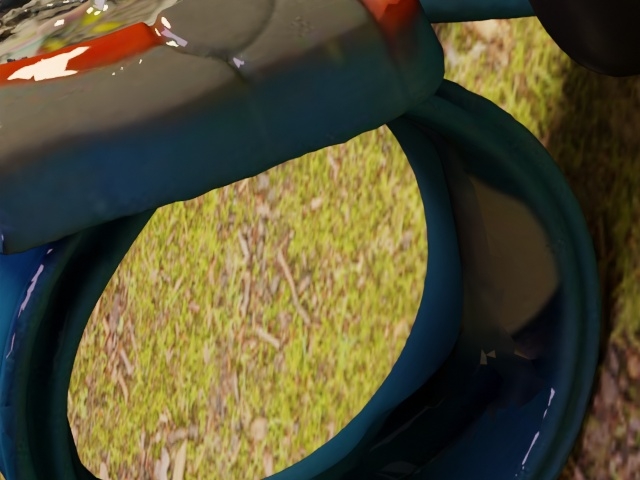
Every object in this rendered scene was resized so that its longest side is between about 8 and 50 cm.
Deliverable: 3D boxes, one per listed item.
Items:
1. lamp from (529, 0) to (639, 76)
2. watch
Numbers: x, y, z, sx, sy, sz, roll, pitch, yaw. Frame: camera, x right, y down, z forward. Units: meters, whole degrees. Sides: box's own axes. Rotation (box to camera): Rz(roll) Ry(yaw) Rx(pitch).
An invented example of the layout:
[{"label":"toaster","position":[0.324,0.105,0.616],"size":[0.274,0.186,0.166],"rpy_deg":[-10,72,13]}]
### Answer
[{"label":"lamp","position":[0.158,-0.117,0.416],"size":[0.198,0.244,0.197],"rpy_deg":[-172,90,-70]},{"label":"watch","position":[0.000,0.000,0.771],"size":[0.241,0.305,0.274],"rpy_deg":[-141,31,-64]}]
